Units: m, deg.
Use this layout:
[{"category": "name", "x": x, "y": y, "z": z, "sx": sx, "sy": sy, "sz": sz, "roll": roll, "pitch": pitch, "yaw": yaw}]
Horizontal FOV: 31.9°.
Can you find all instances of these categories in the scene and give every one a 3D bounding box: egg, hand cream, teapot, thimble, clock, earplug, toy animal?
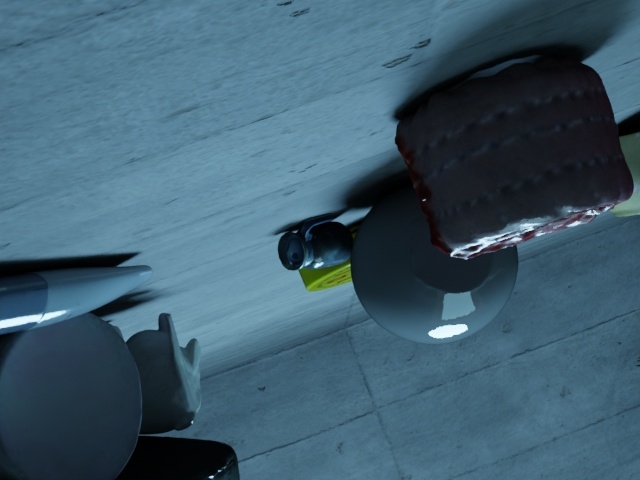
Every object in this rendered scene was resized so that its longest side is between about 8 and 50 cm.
[{"category": "egg", "x": 0.118, "y": 0.024, "z": 1.210, "sx": 0.176, "sy": 0.176, "sz": 0.232, "roll": -19, "pitch": -179, "yaw": -11}, {"category": "hand cream", "x": -0.232, "y": 0.048, "z": 0.950, "sx": 0.079, "sy": 0.048, "sz": 0.255, "roll": -15, "pitch": 179, "yaw": 21}, {"category": "teapot", "x": 0.001, "y": 0.004, "z": 1.228, "sx": 0.083, "sy": 0.049, "sz": 0.063, "roll": -12, "pitch": 169, "yaw": -44}, {"category": "thimble", "x": 0.154, "y": -0.063, "z": 0.894, "sx": 0.163, "sy": 0.125, "sz": 0.189, "roll": -23, "pitch": 172, "yaw": 34}, {"category": "clock", "x": 0.113, "y": 0.009, "z": 1.463, "sx": 0.293, "sy": 0.071, "sz": 0.277, "roll": -21, "pitch": 172, "yaw": 6}, {"category": "earplug", "x": -0.338, "y": 0.170, "z": 1.107, "sx": 0.301, "sy": 0.172, "sz": 0.172, "roll": -12, "pitch": 179, "yaw": 38}, {"category": "toy animal", "x": -0.280, "y": 0.156, "z": 1.330, "sx": 0.282, "sy": 0.138, "sz": 0.140, "roll": 2, "pitch": 166, "yaw": 8}]

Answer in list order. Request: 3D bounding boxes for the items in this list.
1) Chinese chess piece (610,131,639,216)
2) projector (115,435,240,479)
[{"category": "Chinese chess piece", "x": 0.468, "y": -0.094, "z": 1.390, "sx": 0.251, "sy": 0.097, "sz": 0.251, "roll": -9, "pitch": 180, "yaw": 0}, {"category": "projector", "x": -0.322, "y": 0.355, "z": 1.178, "sx": 0.395, "sy": 0.242, "sz": 0.405, "roll": 1, "pitch": -176, "yaw": 17}]
